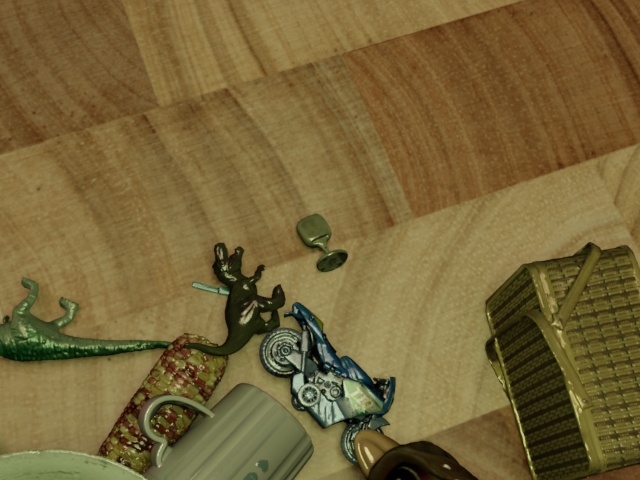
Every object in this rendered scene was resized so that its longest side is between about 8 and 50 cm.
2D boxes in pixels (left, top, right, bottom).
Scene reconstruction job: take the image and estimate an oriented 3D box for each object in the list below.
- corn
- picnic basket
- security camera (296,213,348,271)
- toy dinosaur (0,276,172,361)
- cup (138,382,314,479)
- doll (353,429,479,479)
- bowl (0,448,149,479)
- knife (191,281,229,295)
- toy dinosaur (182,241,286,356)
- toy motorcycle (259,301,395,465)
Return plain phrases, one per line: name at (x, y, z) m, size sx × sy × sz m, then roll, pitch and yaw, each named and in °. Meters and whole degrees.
corn at (-0.239, 0.263, 1.236) m, size 0.098 × 0.098 × 0.289 m, roll 30°, pitch 73°, yaw 7°
picnic basket at (0.366, 0.181, 1.243) m, size 0.176 × 0.228 × 0.312 m, roll -10°, pitch 72°, yaw -10°
security camera at (0.000, 0.000, 1.380) m, size 0.058 × 0.058 × 0.092 m, roll -21°, pitch 61°, yaw -11°
toy dinosaur at (-0.390, 0.117, 1.294) m, size 0.383 × 0.076 × 0.129 m, roll -5°, pitch 77°, yaw -2°
cup at (-0.133, 0.297, 1.168) m, size 0.167 × 0.221 × 0.202 m, roll 21°, pitch 56°, yaw 40°
doll at (0.084, 0.420, 1.133) m, size 0.318 × 0.209 × 0.339 m, roll 45°, pitch 70°, yaw -4°
bowl at (-0.345, 0.484, 1.086) m, size 0.435 × 0.196 × 0.434 m, roll 2°, pitch 75°, yaw -9°
knife at (-0.159, 0.078, 1.357) m, size 0.091 × 0.005 × 0.014 m, roll 15°, pitch 71°, yaw 1°
toy dinosaur at (-0.149, 0.100, 1.294) m, size 0.179 × 0.087 × 0.187 m, roll -13°, pitch 50°, yaw -23°
toy motorcycle at (0.023, 0.207, 1.277) m, size 0.135 × 0.092 × 0.254 m, roll -41°, pitch 82°, yaw -16°
